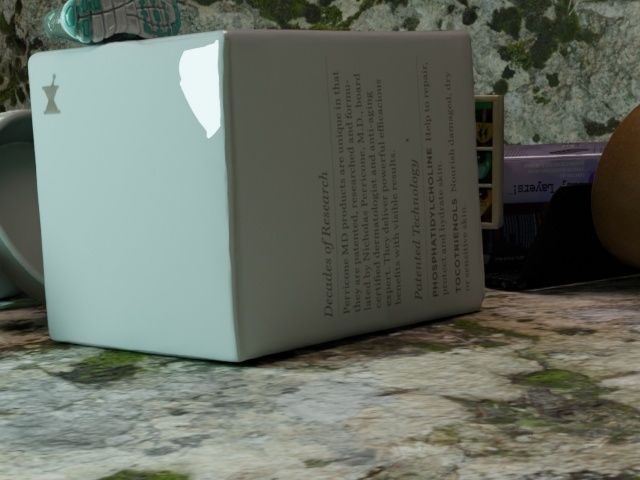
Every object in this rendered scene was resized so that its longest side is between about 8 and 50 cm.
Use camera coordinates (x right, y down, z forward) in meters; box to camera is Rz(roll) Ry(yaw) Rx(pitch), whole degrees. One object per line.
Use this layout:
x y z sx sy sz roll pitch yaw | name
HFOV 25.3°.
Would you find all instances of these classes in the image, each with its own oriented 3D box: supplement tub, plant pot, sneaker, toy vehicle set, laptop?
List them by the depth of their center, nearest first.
-0.225 -0.240 1.530 0.076 0.065 0.166 -4 3 44 | sneaker
0.482 -0.034 1.637 0.237 0.237 0.254 -6 23 -26 | plant pot
0.099 -0.101 1.801 0.267 0.166 0.035 1 8 20 | toy vehicle set
0.321 -0.017 1.841 0.234 0.136 0.264 -6 6 -27 | laptop
0.277 -0.019 2.038 0.198 0.106 0.106 -4 6 -11 | supplement tub

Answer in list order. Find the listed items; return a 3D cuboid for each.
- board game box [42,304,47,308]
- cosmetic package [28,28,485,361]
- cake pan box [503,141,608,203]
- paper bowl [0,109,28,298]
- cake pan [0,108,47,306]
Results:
-0.300 0.006 1.927 0.045 0.147 0.193 0 8 33 | board game box
-0.066 -0.064 1.595 0.329 0.327 0.393 2 7 44 | cosmetic package
0.289 -0.095 1.948 0.245 0.070 0.267 0 8 10 | cake pan box
-0.433 -0.032 1.968 0.148 0.284 0.284 46 29 21 | paper bowl
-0.314 -0.028 1.783 0.054 0.293 0.293 -35 -13 33 | cake pan
